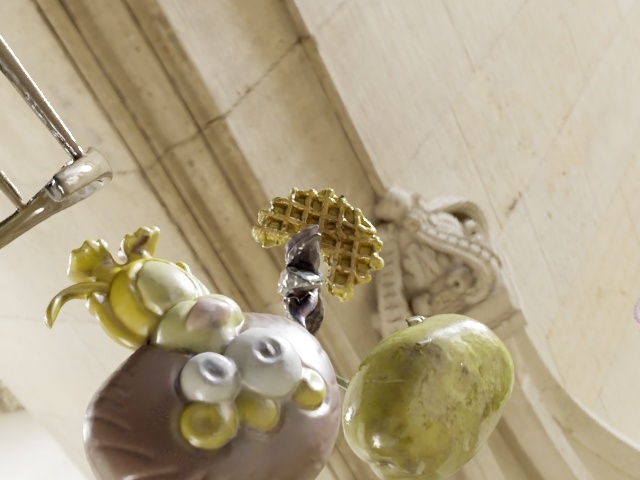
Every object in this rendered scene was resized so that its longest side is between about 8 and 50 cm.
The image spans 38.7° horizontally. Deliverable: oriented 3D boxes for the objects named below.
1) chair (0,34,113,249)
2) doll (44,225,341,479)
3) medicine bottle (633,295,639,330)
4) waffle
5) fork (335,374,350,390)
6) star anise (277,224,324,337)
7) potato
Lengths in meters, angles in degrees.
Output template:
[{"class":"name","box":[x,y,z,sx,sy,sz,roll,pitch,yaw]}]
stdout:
[{"class":"chair","box":[-0.281,-0.080,0.558,0.188,0.272,0.166,-21,-154,55]},{"class":"doll","box":[-0.073,0.073,0.482,0.145,0.188,0.096,-47,172,-49]},{"class":"medicine bottle","box":[0.600,0.180,1.255,0.202,0.316,0.202,-35,-167,9]},{"class":"waffle","box":[-0.001,0.001,1.363,0.149,0.051,0.194,-39,-105,-18]},{"class":"fork","box":[0.011,0.221,1.498,0.219,0.028,0.034,27,-114,19]},{"class":"star anise","box":[-0.026,0.067,1.236,0.061,0.181,0.204,-3,-160,0]},{"class":"potato","box":[0.126,0.188,1.093,0.148,0.197,0.228,12,-127,37]}]
